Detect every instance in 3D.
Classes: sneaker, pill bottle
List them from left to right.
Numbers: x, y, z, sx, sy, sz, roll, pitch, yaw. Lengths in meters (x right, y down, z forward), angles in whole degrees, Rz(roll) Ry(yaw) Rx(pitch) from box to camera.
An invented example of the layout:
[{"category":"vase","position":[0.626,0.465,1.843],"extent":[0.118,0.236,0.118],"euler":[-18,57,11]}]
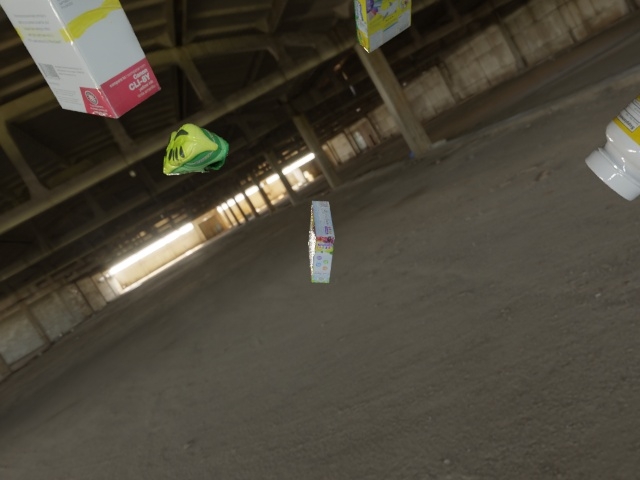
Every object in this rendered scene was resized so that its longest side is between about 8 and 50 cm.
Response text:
[{"category":"sneaker","position":[-0.285,-0.192,1.249],"extent":[0.124,0.109,0.295],"euler":[14,-1,-24]},{"category":"pill bottle","position":[0.760,-0.251,1.188],"extent":[0.334,0.188,0.188],"euler":[-51,-4,30]}]

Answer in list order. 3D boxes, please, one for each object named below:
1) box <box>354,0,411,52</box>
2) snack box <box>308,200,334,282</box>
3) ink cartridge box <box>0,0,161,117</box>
[{"category":"box","position":[0.110,-0.431,0.966],"extent":[0.105,0.043,0.179],"euler":[-36,-22,-9]},{"category":"snack box","position":[0.000,0.000,1.038],"extent":[0.037,0.100,0.141],"euler":[2,30,-5]},{"category":"ink cartridge box","position":[-0.599,-0.513,1.321],"extent":[0.279,0.384,0.160],"euler":[19,52,37]}]
